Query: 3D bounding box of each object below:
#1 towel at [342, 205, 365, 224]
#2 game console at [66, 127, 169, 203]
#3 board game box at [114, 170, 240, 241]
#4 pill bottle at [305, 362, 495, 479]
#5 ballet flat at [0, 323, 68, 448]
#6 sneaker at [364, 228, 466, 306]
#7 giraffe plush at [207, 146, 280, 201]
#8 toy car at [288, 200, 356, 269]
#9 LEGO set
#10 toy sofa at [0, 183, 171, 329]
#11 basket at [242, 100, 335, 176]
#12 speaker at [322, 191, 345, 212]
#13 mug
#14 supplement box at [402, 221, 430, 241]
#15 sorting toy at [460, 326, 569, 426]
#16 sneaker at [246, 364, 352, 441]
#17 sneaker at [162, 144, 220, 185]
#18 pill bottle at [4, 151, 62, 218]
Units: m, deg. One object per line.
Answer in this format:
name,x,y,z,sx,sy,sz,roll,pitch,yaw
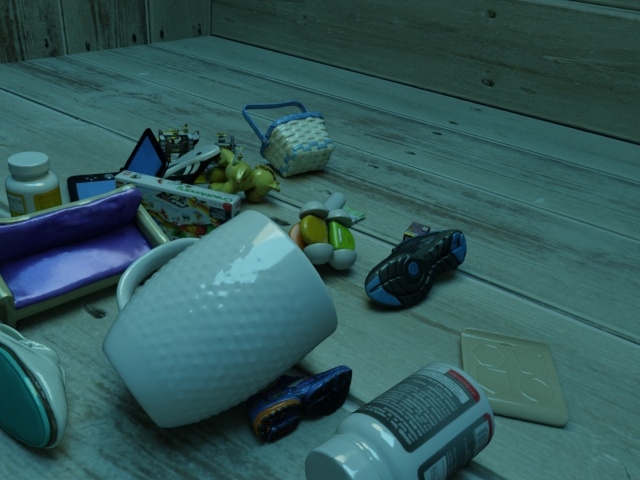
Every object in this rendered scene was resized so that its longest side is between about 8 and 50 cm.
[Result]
towel,0.049,-0.072,1.606,0.113,0.023,0.152,28,36,30
game console,-0.581,-0.190,1.525,0.250,0.173,0.293,-9,33,-25
board game box,-0.348,-0.046,1.312,0.305,0.193,0.053,13,31,11
pill bottle,0.124,0.316,0.832,0.283,0.161,0.161,-19,39,-37
ballet flat,-0.537,0.209,0.926,0.400,0.139,0.139,21,33,24
sneaker,0.220,0.069,1.347,0.341,0.125,0.140,-23,15,-37
giraffe plush,-0.219,-0.182,1.614,0.171,0.210,0.181,14,54,-38
toy car,0.000,0.000,1.370,0.182,0.136,0.159,15,57,-38
LEGO set,-0.403,-0.304,1.734,0.331,0.192,0.255,-2,32,-15
toy sofa,-0.515,0.026,1.142,0.363,0.177,0.150,-23,60,-41
basket,-0.109,-0.369,1.867,0.255,0.201,0.289,-15,68,-34
speaker,0.030,-0.095,1.566,0.055,0.055,0.136,15,29,13
mug,-0.213,0.123,0.953,0.328,0.276,0.374,-36,52,-21
supplement box,0.272,-0.013,1.532,0.055,0.043,0.083,20,34,22
sorting toy,0.383,0.272,1.089,0.193,0.038,0.208,10,35,5
sneaker,-0.034,0.269,0.962,0.221,0.083,0.087,-13,31,-34
sneaker,-0.381,-0.191,1.601,0.217,0.121,0.079,-27,34,-6
pill bottle,-0.700,-0.105,1.320,0.118,0.208,0.117,5,31,-3
